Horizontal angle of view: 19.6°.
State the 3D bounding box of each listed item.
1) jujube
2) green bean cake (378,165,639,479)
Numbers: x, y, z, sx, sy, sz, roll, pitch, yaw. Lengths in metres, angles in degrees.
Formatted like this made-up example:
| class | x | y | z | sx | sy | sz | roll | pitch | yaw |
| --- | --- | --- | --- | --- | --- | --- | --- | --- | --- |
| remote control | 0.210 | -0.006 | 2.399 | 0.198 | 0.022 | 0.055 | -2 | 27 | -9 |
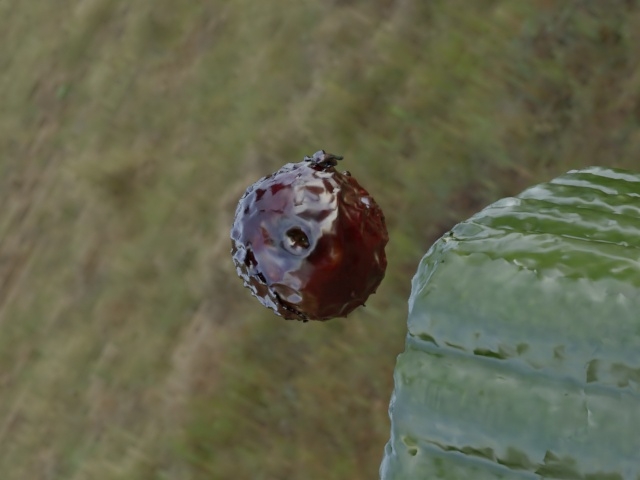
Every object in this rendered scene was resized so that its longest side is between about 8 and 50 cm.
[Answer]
| class | x | y | z | sx | sy | sz | roll | pitch | yaw |
| --- | --- | --- | --- | --- | --- | --- | --- | --- | --- |
| jujube | -0.002 | 0.004 | 1.125 | 0.104 | 0.104 | 0.166 | -60 | -11 | 2 |
| green bean cake | 0.135 | 0.100 | 0.845 | 0.250 | 0.156 | 0.247 | -21 | -60 | -63 |
